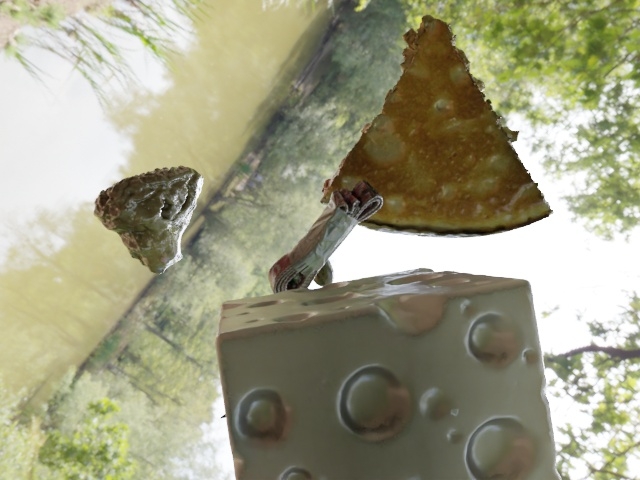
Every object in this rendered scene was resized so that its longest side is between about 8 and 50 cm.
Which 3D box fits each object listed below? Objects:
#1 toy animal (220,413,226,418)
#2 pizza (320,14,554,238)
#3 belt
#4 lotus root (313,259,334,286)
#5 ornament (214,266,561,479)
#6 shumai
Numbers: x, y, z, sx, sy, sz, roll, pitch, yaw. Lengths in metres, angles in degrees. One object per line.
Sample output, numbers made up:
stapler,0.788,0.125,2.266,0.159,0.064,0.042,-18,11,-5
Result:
toy animal,-0.125,0.292,1.064,0.197,0.272,0.160,-27,168,6
pizza,0.222,-0.201,1.045,0.130,0.440,0.406,-73,165,-73
belt,0.000,0.000,0.878,0.232,0.071,0.053,-49,-141,13
lotus root,0.002,0.067,1.247,0.049,0.099,0.054,-24,-175,44
ornament,0.042,0.163,0.510,0.239,0.239,0.240,-8,-179,-9
shumai,-0.291,-0.036,1.012,0.166,0.175,0.206,-15,-170,41
